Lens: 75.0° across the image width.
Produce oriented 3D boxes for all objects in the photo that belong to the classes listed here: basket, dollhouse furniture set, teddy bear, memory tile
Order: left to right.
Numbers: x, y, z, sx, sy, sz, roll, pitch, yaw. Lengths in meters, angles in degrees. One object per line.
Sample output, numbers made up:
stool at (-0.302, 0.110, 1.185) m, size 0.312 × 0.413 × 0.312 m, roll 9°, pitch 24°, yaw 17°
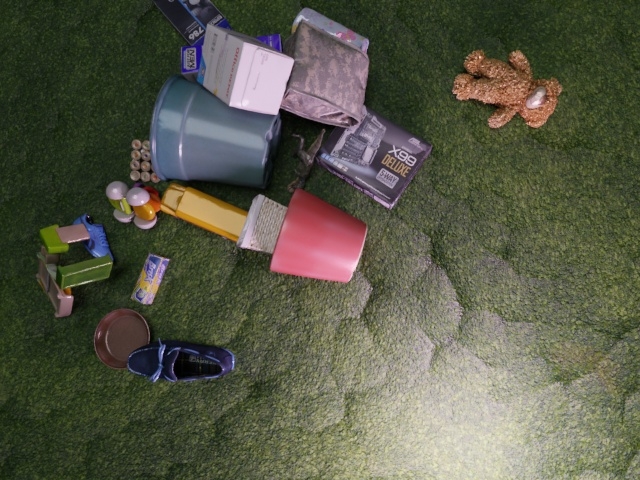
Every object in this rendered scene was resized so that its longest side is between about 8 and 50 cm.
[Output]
dollhouse furniture set at (-0.846, 0.100, 1.423) m, size 0.198 × 0.151 × 0.301 m, roll 54°, pitch 133°, yaw 16°
memory tile at (-0.624, -0.284, 1.494) m, size 0.113 × 0.012 × 0.148 m, roll 7°, pitch 99°, yaw 1°
basket at (-0.178, -0.043, 1.286) m, size 0.103 × 0.113 × 0.167 m, roll 22°, pitch 82°, yaw -17°
teddy bear at (0.610, -0.502, 1.369) m, size 0.245 × 0.113 × 0.338 m, roll -45°, pitch 79°, yaw 0°

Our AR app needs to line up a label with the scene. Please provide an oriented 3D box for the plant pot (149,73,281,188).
plant pot at (-0.315, -0.322, 1.350) m, size 0.334 × 0.341 × 0.341 m, roll 13°, pitch 83°, yaw -1°

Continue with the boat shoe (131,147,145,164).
boat shoe at (-0.646, -0.308, 1.516) m, size 0.035 × 0.035 × 0.100 m, roll 32°, pitch 88°, yaw 1°

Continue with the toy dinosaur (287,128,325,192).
toy dinosaur at (-0.056, -0.286, 1.393) m, size 0.064 × 0.268 × 0.118 m, roll -10°, pitch 53°, yaw -38°

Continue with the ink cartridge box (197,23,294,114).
ink cartridge box at (-0.224, -0.497, 1.217) m, size 0.232 × 0.168 × 0.171 m, roll 44°, pitch 124°, yaw 38°

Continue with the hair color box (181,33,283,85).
hair color box at (-0.284, -0.593, 1.444) m, size 0.338 × 0.185 × 0.110 m, roll -6°, pitch 80°, yaw 5°

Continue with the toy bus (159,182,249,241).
toy bus at (-0.361, -0.085, 1.383) m, size 0.332 × 0.130 × 0.108 m, roll 24°, pitch 84°, yaw -6°

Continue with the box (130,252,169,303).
box at (-0.581, 0.129, 1.425) m, size 0.054 × 0.059 × 0.169 m, roll 19°, pitch 84°, yaw 7°

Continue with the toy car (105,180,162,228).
toy car at (-0.636, -0.141, 1.445) m, size 0.181 × 0.159 × 0.136 m, roll 17°, pitch 49°, yaw 9°

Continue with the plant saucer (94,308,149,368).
plant saucer at (-0.665, 0.332, 1.415) m, size 0.198 × 0.036 × 0.199 m, roll -1°, pitch 80°, yaw 6°

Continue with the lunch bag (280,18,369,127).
lunch bag at (0.018, -0.509, 1.326) m, size 0.287 × 0.169 × 0.235 m, roll 13°, pitch 80°, yaw -26°

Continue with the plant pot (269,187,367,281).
plant pot at (0.000, 0.000, 1.293) m, size 0.243 × 0.275 × 0.275 m, roll 18°, pitch 83°, yaw -1°

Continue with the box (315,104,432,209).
box at (0.176, -0.287, 1.398) m, size 0.307 × 0.076 × 0.242 m, roll 35°, pitch 86°, yaw 11°

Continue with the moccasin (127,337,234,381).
moccasin at (-0.453, 0.378, 1.327) m, size 0.341 × 0.117 × 0.138 m, roll -4°, pitch 89°, yaw 1°

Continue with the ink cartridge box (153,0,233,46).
ink cartridge box at (-0.463, -0.825, 1.563) m, size 0.165 × 0.065 × 0.333 m, roll -41°, pitch 80°, yaw -2°

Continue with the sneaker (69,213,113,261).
sneaker at (-0.787, -0.008, 1.466) m, size 0.082 × 0.069 × 0.209 m, roll -44°, pitch 79°, yaw -5°

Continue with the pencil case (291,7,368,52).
pencil case at (0.032, -0.703, 1.462) m, size 0.273 × 0.113 × 0.124 m, roll 30°, pitch 83°, yaw 9°
